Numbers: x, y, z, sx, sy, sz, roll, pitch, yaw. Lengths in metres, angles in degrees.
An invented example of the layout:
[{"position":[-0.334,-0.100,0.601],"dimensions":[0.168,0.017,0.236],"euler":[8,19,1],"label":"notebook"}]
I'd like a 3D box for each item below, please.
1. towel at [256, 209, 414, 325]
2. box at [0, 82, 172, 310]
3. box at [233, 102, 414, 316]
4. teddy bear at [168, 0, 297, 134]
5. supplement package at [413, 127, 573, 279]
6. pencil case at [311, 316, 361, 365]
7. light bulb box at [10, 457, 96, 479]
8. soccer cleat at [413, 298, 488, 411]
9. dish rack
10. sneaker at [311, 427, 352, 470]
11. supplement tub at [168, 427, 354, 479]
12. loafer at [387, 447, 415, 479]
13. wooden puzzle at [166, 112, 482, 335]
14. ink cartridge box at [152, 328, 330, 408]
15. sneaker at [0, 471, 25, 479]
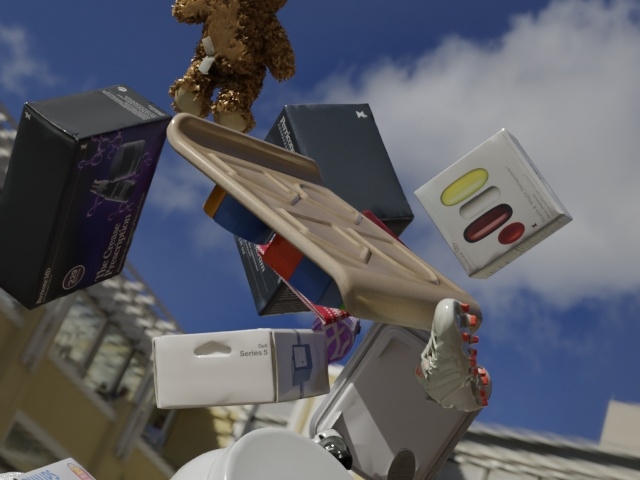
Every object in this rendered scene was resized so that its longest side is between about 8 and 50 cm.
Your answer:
[{"position":[0.049,0.043,1.925],"dimensions":[0.199,0.275,0.031],"euler":[45,-47,29],"label":"towel"},{"position":[-0.320,-0.060,1.488],"dimensions":[0.103,0.184,0.261],"euler":[35,-59,22],"label":"box"},{"position":[-0.015,-0.060,2.427],"dimensions":[0.212,0.293,0.395],"euler":[-4,-30,-29],"label":"box"},{"position":[-0.147,-0.349,1.980],"dimensions":[0.245,0.337,0.113],"euler":[5,5,26],"label":"teddy bear"},{"position":[0.318,-0.063,2.078],"dimensions":[0.194,0.203,0.149],"euler":[57,14,13],"label":"supplement package"},{"position":[0.025,0.169,2.095],"dimensions":[0.086,0.088,0.206],"euler":[26,7,4],"label":"pencil case"},{"position":[-0.506,0.594,1.940],"dimensions":[0.225,0.361,0.358],"euler":[39,-3,6],"label":"light bulb box"},{"position":[0.133,0.129,1.208],"dimensions":[0.076,0.068,0.196],"euler":[-3,-36,13],"label":"soccer cleat"},{"position":[0.162,0.346,2.322],"dimensions":[0.286,0.332,0.072],"euler":[34,3,2],"label":"dish rack"},{"position":[-0.037,0.428,1.987],"dimensions":[0.078,0.234,0.106],"euler":[57,-10,-25],"label":"sneaker"},{"position":[-0.117,0.380,1.253],"dimensions":[0.241,0.241,0.331],"euler":[34,-58,-19],"label":"supplement tub"},{"position":[0.131,0.405,1.901],"dimensions":[0.045,0.125,0.039],"euler":[8,7,-5],"label":"loafer"},{"position":[0.000,0.000,1.361],"dimensions":[0.348,0.080,0.322],"euler":[44,16,31],"label":"wooden puzzle"},{"position":[-0.119,0.201,1.798],"dimensions":[0.199,0.114,0.273],"euler":[-6,-6,17],"label":"ink cartridge box"},{"position":[-0.659,0.561,2.225],"dimensions":[0.101,0.269,0.153],"euler":[-127,-158,-48],"label":"sneaker"}]
